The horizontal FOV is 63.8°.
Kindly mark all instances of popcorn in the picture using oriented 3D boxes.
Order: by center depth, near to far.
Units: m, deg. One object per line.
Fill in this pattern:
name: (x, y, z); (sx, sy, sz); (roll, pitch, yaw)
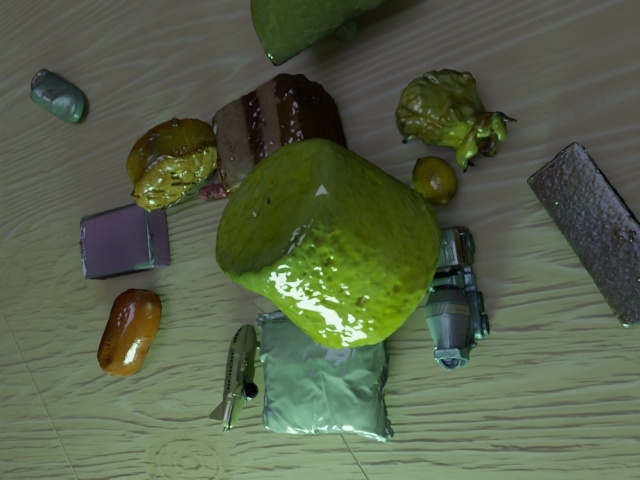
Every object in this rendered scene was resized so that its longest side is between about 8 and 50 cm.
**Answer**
popcorn: (0.238, -0.225, 0.953); (0.195, 0.168, 0.173); (55, 135, 19)

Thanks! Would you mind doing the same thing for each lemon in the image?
lemon: (0.225, -0.114, 1.008); (0.082, 0.082, 0.110); (-33, 68, 23)

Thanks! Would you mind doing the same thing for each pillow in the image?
pillow: (0.000, 0.279, 1.084); (0.310, 0.138, 0.283); (-8, 86, 24)

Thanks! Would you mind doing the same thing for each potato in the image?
potato: (-0.017, -0.566, 1.018); (0.330, 0.213, 0.280); (-26, 48, 11)

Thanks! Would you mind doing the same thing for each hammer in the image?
hammer: (-0.263, -0.122, 1.281); (0.083, 0.043, 0.043); (-5, 87, 28)

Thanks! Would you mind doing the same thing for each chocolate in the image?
chocolate: (0.481, -0.005, 0.864); (0.112, 0.112, 0.321); (-38, 73, 30)

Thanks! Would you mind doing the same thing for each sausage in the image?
sausage: (-0.500, 0.244, 1.350); (0.133, 0.133, 0.258); (29, 101, 25)

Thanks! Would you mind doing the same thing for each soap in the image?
soap: (-0.531, 0.001, 1.393); (0.259, 0.081, 0.181); (-12, 83, 25)

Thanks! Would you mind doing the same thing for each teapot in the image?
teapot: (0.035, -0.466, 1.111); (0.067, 0.083, 0.057); (9, 98, 25)

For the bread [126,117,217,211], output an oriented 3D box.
bread: (-0.370, -0.197, 1.251); (0.260, 0.147, 0.160); (-33, 66, 8)

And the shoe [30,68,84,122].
shoe: (-0.804, -0.439, 1.533); (0.251, 0.100, 0.103); (36, 104, 26)

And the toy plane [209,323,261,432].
toy plane: (-0.184, 0.313, 1.181); (0.092, 0.229, 0.244); (20, 65, -8)

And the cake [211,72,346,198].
cake: (-0.107, -0.204, 1.124); (0.293, 0.196, 0.198); (-19, 79, 30)

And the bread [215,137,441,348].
bread: (0.000, 0.000, 0.924); (0.348, 0.308, 0.348); (-33, 43, 36)

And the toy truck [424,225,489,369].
toy truck: (0.240, 0.101, 0.963); (0.108, 0.140, 0.256); (-9, 85, 27)
